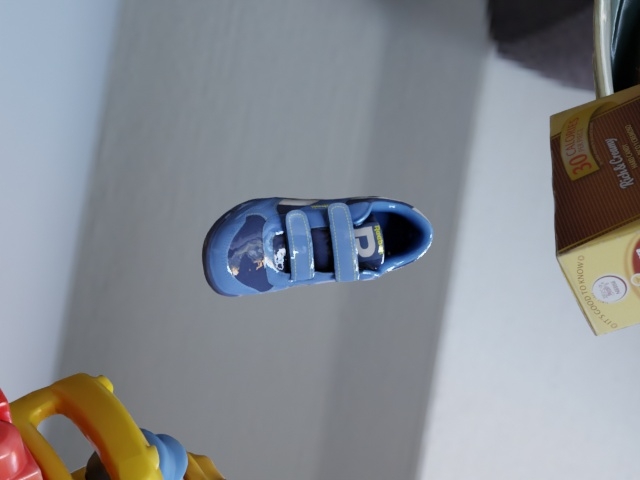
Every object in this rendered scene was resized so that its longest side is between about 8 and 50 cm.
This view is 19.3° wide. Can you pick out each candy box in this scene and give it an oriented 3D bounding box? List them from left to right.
[{"bbox_3d":[0.191,-0.036,0.791,0.186,0.053,0.109,-20,-148,18],"label":"candy box"}]

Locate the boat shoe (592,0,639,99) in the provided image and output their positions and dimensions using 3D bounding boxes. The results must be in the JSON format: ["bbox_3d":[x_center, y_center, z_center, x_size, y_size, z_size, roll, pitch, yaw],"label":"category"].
[{"bbox_3d":[0.210,-0.165,1.031,0.113,0.302,0.103,8,-159,18],"label":"boat shoe"}]

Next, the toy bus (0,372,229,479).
[{"bbox_3d":[-0.132,0.136,0.892,0.220,0.211,0.149,-20,-140,-22],"label":"toy bus"}]

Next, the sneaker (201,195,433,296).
[{"bbox_3d":[0.000,0.000,1.056,0.144,0.053,0.059,-12,-169,-34],"label":"sneaker"}]
